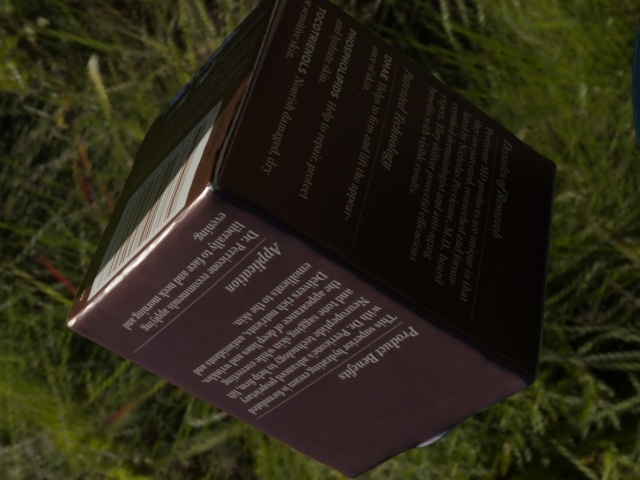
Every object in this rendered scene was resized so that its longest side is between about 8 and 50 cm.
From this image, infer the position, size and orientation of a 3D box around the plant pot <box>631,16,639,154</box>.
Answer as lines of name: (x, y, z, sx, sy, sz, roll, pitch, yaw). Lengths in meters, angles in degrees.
plant pot: (0.360, -0.085, 0.613, 0.235, 0.293, 0.293, -21, -161, -26)

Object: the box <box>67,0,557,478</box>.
box: (0.000, 0.000, 0.640, 0.203, 0.167, 0.168, 32, 137, -20)
